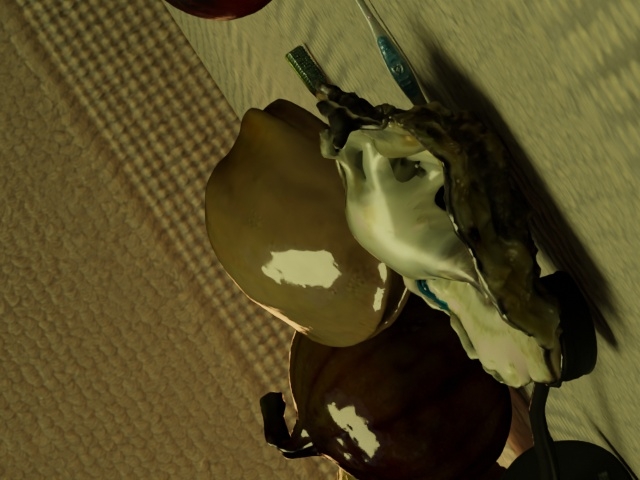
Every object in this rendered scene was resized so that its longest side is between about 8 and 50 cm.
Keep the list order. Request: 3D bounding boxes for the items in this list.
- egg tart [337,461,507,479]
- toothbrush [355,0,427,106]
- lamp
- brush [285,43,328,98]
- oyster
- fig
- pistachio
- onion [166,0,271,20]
[{"bbox_3d":[0.137,0.345,2.084,0.443,0.178,0.443,43,-165,-14],"label":"egg tart"},{"bbox_3d":[0.053,-0.109,1.263,0.162,0.014,0.017,57,-164,-14],"label":"toothbrush"},{"bbox_3d":[0.178,0.113,1.330,0.371,0.109,0.130,86,167,-53],"label":"lamp"},{"bbox_3d":[0.000,-0.136,1.743,0.083,0.019,0.021,55,167,-5],"label":"brush"},{"bbox_3d":[0.077,-0.010,1.167,0.223,0.083,0.214,56,174,5],"label":"oyster"},{"bbox_3d":[0.073,0.144,1.858,0.235,0.214,0.235,32,161,12],"label":"fig"},{"bbox_3d":[0.000,0.000,1.735,0.260,0.163,0.212,44,147,52],"label":"pistachio"},{"bbox_3d":[-0.074,-0.204,1.253,0.131,0.131,0.131,57,177,5],"label":"onion"}]
